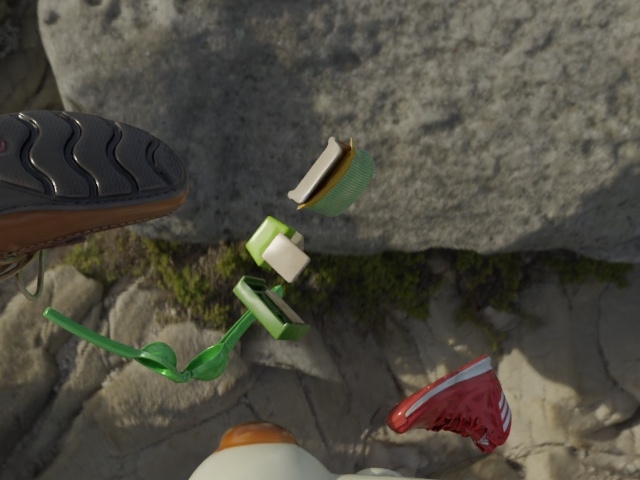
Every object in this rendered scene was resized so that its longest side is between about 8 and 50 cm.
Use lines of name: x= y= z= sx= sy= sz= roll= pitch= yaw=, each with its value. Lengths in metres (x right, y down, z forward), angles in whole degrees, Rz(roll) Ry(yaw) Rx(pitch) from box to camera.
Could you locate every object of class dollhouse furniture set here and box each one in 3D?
dollhouse furniture set: x=0.000 y=0.000 z=0.606 sx=0.058 sy=0.076 sz=0.151 roll=43 pitch=101 yaw=25

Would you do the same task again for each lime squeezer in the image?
lime squeezer: x=-0.174 y=0.123 z=0.981 sx=0.311 sy=0.059 sz=0.109 roll=-3 pitch=98 yaw=-33

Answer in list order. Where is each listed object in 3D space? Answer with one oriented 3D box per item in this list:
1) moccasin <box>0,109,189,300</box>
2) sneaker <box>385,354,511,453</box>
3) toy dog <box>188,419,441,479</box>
moccasin: x=-0.314 y=-0.024 z=0.759 sx=0.380 sy=0.147 sz=0.139 roll=-17 pitch=58 yaw=-22
sneaker: x=0.198 y=0.252 z=1.132 sx=0.221 sy=0.087 sz=0.128 roll=-20 pitch=74 yaw=-38
toy dog: x=0.026 y=0.360 z=0.861 sx=0.408 sy=0.395 sz=0.284 roll=11 pitch=65 yaw=26
